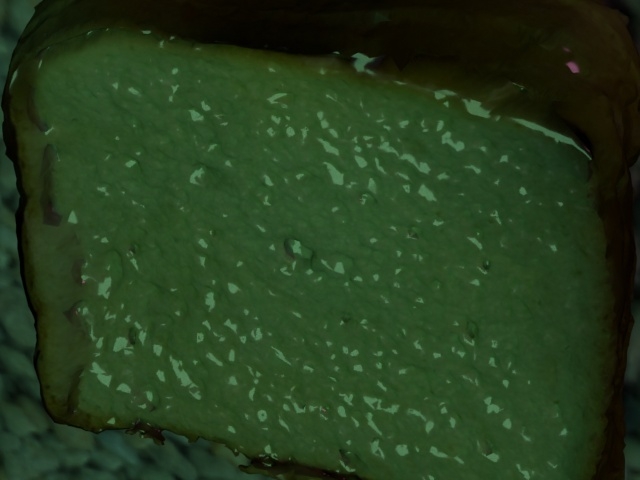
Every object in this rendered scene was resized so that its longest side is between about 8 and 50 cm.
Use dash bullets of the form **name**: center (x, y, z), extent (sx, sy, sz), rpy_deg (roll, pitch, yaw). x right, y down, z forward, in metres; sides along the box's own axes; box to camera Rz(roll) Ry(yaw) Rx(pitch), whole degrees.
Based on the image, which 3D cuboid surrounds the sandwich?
- **sandwich**: center (0.000, 0.000, 0.625), extent (0.251, 0.087, 0.226), rpy_deg (8, 127, 19)
